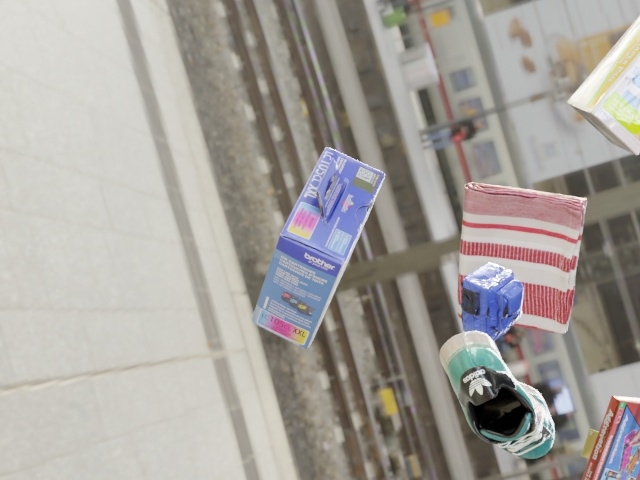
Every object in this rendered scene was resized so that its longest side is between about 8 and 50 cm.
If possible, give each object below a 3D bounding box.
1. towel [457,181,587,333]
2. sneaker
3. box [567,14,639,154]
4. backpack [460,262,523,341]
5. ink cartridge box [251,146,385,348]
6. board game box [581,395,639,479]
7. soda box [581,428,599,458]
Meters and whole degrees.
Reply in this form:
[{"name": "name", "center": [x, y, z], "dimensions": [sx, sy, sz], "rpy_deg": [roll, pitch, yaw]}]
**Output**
[{"name": "towel", "center": [0.396, 0.042, 2.241], "dimensions": [0.037, 0.237, 0.329], "rpy_deg": [-63, 157, -52]}, {"name": "sneaker", "center": [0.266, 0.257, 1.609], "dimensions": [0.302, 0.108, 0.121], "rpy_deg": [47, 18, -41]}, {"name": "box", "center": [0.511, -0.256, 1.767], "dimensions": [0.114, 0.203, 0.103], "rpy_deg": [38, 6, -18]}, {"name": "backpack", "center": [0.297, 0.118, 1.942], "dimensions": [0.101, 0.098, 0.120], "rpy_deg": [27, -53, 39]}, {"name": "ink cartridge box", "center": [0.000, 0.000, 2.336], "dimensions": [0.395, 0.151, 0.270], "rpy_deg": [114, 1, -51]}, {"name": "board game box", "center": [0.459, 0.371, 1.687], "dimensions": [0.027, 0.145, 0.281], "rpy_deg": [-136, -122, -61]}, {"name": "soda box", "center": [0.589, 0.416, 2.139], "dimensions": [0.181, 0.061, 0.058], "rpy_deg": [11, -99, 59]}]
